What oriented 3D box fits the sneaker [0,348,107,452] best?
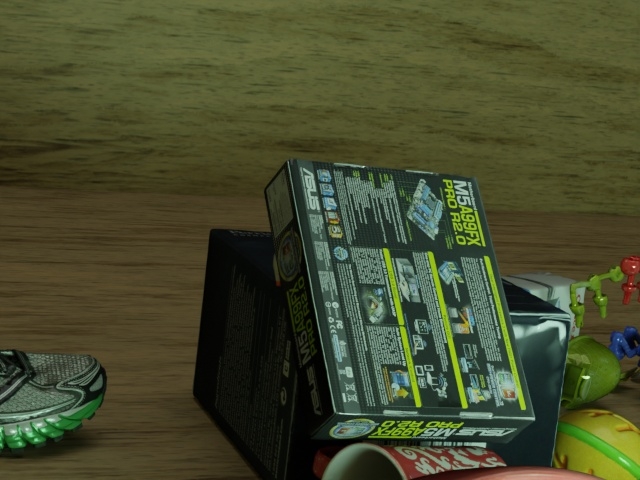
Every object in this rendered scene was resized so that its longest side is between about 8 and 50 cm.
[{"bbox_3d":[-0.379,0.134,1.805,0.344,0.146,0.134,3,10,-27],"label":"sneaker"}]

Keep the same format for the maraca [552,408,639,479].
[{"bbox_3d":[0.286,0.229,1.876,0.127,0.099,0.186,41,-13,-11],"label":"maraca"}]

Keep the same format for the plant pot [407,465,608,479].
[{"bbox_3d":[0.106,0.261,1.138,0.275,0.274,0.243,5,1,-9],"label":"plant pot"}]

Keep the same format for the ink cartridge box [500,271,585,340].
[{"bbox_3d":[0.266,0.121,2.365,0.082,0.139,0.191,13,11,38],"label":"ink cartridge box"}]

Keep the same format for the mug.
[{"bbox_3d":[0.087,0.227,1.658,0.169,0.113,0.150,2,46,-47],"label":"mug"}]

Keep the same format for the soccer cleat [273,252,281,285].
[{"bbox_3d":[0.000,0.000,1.816,0.068,0.076,0.196,9,10,13],"label":"soccer cleat"}]

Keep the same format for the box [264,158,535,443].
[{"bbox_3d":[0.073,0.058,1.688,0.216,0.270,0.060,4,-31,-28],"label":"box"}]

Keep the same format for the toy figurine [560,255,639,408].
[{"bbox_3d":[0.478,0.139,2.317,0.217,0.191,0.362,19,15,30],"label":"toy figurine"}]

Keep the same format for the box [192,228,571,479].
[{"bbox_3d":[0.052,0.130,1.949,0.294,0.212,0.395,3,10,-19],"label":"box"}]
